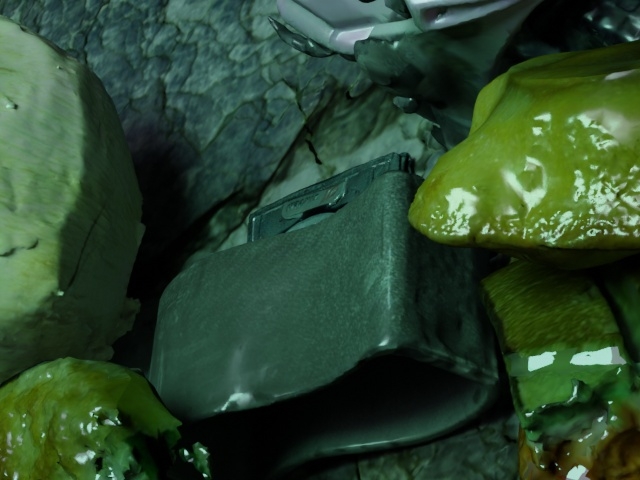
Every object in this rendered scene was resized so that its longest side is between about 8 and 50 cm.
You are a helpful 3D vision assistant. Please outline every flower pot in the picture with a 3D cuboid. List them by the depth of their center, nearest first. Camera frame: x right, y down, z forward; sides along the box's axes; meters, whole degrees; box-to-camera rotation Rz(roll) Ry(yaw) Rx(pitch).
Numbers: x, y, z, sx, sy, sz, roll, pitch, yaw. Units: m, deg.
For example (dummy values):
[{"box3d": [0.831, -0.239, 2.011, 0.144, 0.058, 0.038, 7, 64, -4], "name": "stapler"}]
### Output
[{"box3d": [-0.004, 0.058, 0.823, 0.229, 0.103, 0.108, -23, 50, 38], "name": "flower pot"}]

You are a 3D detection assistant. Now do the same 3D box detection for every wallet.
[{"box3d": [0.000, 0.000, 0.917, 0.129, 0.026, 0.088, -23, 50, 37], "name": "wallet"}]

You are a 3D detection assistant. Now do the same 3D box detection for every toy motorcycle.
[{"box3d": [0.064, -0.137, 0.809, 0.143, 0.188, 0.327, -55, 38, -8], "name": "toy motorcycle"}]

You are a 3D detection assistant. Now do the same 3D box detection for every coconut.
[{"box3d": [-0.248, -0.009, 1.005, 0.297, 0.255, 0.297, -175, 90, -75], "name": "coconut"}]

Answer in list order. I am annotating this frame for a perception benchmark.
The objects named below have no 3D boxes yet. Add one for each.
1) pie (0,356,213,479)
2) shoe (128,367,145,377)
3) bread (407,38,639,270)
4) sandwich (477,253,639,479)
[{"box3d": [-0.156, 0.248, 0.798, 0.297, 0.078, 0.371, -4, 84, 40], "name": "pie"}, {"box3d": [-0.157, 0.172, 0.925, 0.227, 0.099, 0.125, -49, 61, 46], "name": "shoe"}, {"box3d": [0.158, -0.043, 0.625, 0.233, 0.161, 0.088, -5, 98, 21], "name": "bread"}, {"box3d": [0.135, 0.082, 0.659, 0.109, 0.159, 0.185, -12, 11, 4], "name": "sandwich"}]
